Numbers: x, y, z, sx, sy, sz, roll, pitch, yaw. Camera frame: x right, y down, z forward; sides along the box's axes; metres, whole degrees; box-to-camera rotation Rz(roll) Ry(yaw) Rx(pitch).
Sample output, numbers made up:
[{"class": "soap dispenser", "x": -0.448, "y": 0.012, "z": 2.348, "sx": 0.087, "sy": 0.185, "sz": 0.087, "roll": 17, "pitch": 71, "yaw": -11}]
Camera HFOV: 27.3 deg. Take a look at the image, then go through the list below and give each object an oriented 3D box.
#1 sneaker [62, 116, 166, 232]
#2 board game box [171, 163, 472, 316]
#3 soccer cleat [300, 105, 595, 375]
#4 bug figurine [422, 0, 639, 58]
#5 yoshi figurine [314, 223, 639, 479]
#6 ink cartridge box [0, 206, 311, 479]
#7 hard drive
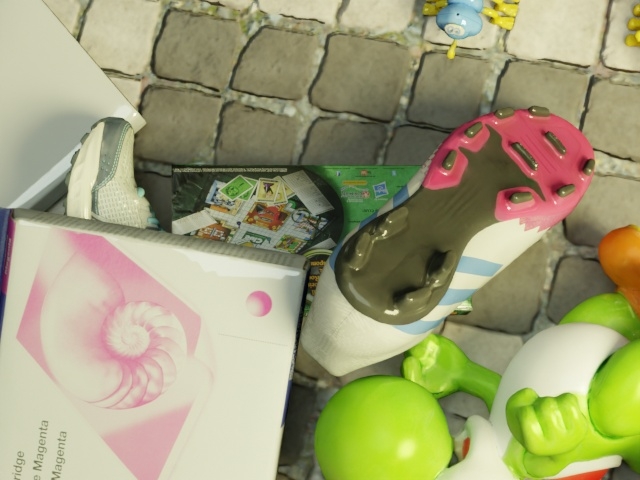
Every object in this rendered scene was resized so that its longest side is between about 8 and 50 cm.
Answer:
[{"class": "sneaker", "x": -0.161, "y": 0.028, "z": 1.188, "sx": 0.122, "sy": 0.110, "sz": 0.282, "roll": -3, "pitch": 84, "yaw": 2}, {"class": "board game box", "x": 0.000, "y": 0.000, "z": 1.153, "sx": 0.260, "sy": 0.030, "sz": 0.136, "roll": 0, "pitch": 72, "yaw": -7}, {"class": "soccer cleat", "x": 0.102, "y": -0.005, "z": 1.103, "sx": 0.116, "sy": 0.143, "sz": 0.331, "roll": 47, "pitch": 51, "yaw": 11}, {"class": "bug figurine", "x": 0.235, "y": -0.252, "z": 1.189, "sx": 0.279, "sy": 0.072, "sz": 0.216, "roll": 10, "pitch": 78, "yaw": 14}, {"class": "yoshi figurine", "x": 0.142, "y": 0.125, "z": 1.054, "sx": 0.362, "sy": 0.203, "sz": 0.203, "roll": -39, "pitch": 64, "yaw": 1}, {"class": "ink cartridge box", "x": -0.194, "y": 0.147, "z": 1.092, "sx": 0.330, "sy": 0.071, "sz": 0.324, "roll": 9, "pitch": 98, "yaw": 2}, {"class": "hard drive", "x": -0.347, "y": -0.087, "z": 1.276, "sx": 0.307, "sy": 0.040, "sz": 0.203, "roll": -41, "pitch": 72, "yaw": -1}]
